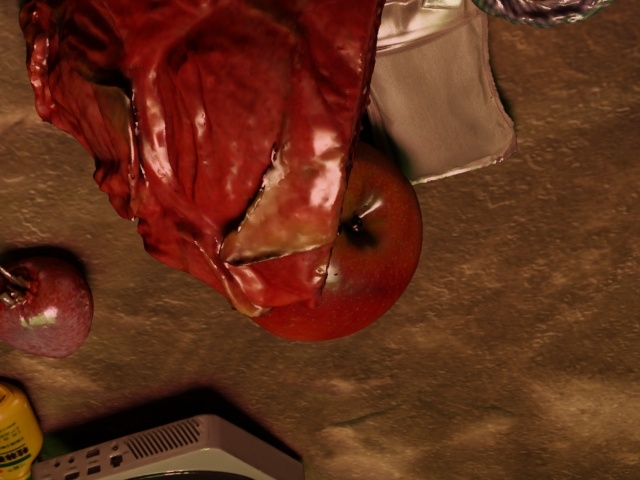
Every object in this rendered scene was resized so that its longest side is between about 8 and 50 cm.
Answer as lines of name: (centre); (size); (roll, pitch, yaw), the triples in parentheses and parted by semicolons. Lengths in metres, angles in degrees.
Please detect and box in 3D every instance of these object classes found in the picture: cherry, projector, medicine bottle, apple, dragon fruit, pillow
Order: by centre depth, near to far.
dragon fruit: (-0.090, -0.103, 0.944); (0.330, 0.302, 0.240); (11, -178, 24)
pillow: (0.092, -0.127, 1.038); (0.130, 0.038, 0.233); (-14, 141, 11)
apple: (0.000, 0.000, 1.077); (0.181, 0.181, 0.168); (22, 161, -28)
cherry: (-0.286, 0.033, 1.183); (0.107, 0.090, 0.225); (-1, 134, 17)
medicine bottle: (-0.374, 0.256, 1.473); (0.095, 0.064, 0.260); (-10, 143, -4)
projector: (-0.182, 0.292, 1.508); (0.257, 0.079, 0.259); (-19, 150, 18)

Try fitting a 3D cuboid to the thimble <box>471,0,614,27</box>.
thimble: (0.162, -0.219, 0.886); (0.135, 0.090, 0.118); (10, 142, -20)
